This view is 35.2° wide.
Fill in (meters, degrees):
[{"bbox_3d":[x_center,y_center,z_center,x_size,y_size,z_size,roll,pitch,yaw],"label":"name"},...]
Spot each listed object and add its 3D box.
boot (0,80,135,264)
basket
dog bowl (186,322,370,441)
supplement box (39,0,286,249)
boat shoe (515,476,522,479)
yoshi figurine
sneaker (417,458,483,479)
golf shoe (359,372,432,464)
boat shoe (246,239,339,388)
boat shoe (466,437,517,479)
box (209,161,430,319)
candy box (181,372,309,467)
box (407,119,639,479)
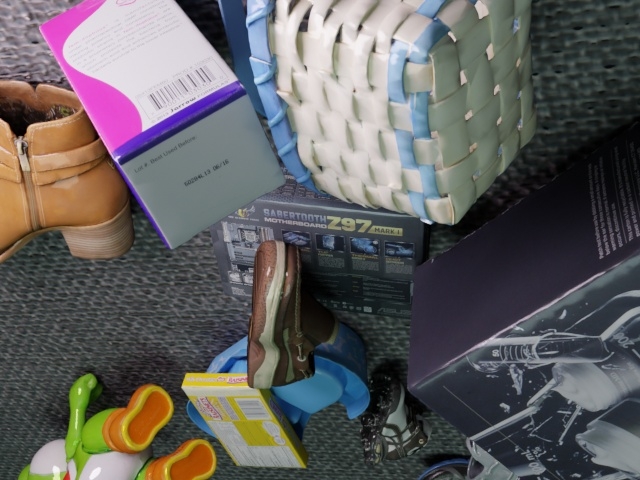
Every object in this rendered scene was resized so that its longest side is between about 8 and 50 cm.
[{"bbox_3d":[-0.345,-0.065,1.060,0.283,0.109,0.220,4,143,8],"label":"boot"},{"bbox_3d":[0.023,-0.154,0.792,0.289,0.201,0.255,26,151,28],"label":"basket"},{"bbox_3d":[-0.053,0.186,1.323,0.166,0.074,0.297,31,139,-21],"label":"dog bowl"},{"bbox_3d":[-0.134,-0.115,0.835,0.111,0.220,0.114,-30,138,-6],"label":"supplement box"},{"bbox_3d":[0.296,0.259,1.241,0.065,0.183,0.083,28,144,26],"label":"boat shoe"},{"bbox_3d":[-0.307,0.311,1.487,0.203,0.204,0.362,19,148,-40],"label":"yoshi figurine"},{"bbox_3d":[0.233,0.369,1.464,0.188,0.078,0.067,13,142,2],"label":"sneaker"},{"bbox_3d":[0.106,0.234,1.350,0.093,0.077,0.198,-1,147,-5],"label":"golf shoe"},{"bbox_3d":[-0.027,0.079,1.083,0.095,0.095,0.257,2,151,-6],"label":"boat shoe"},{"bbox_3d":[0.235,0.278,1.348,0.081,0.079,0.227,5,145,3],"label":"boat shoe"},{"bbox_3d":[0.000,0.000,1.084,0.232,0.059,0.183,6,143,10],"label":"box"},{"bbox_3d":[-0.094,0.238,1.317,0.105,0.027,0.206,-1,140,21],"label":"candy box"},{"bbox_3d":[0.311,0.103,0.957,0.343,0.179,0.312,39,125,-21],"label":"box"}]
